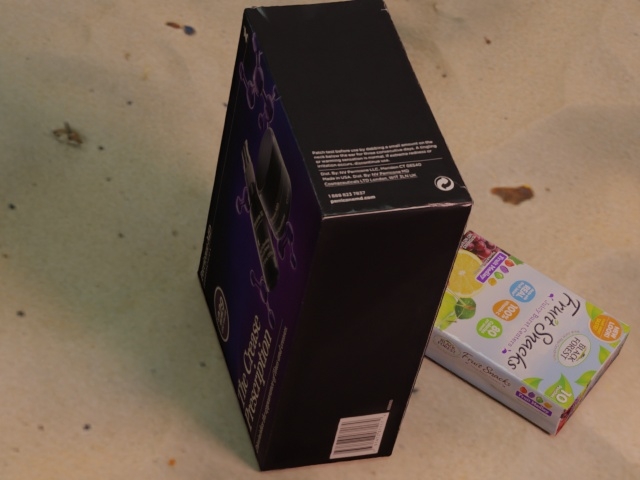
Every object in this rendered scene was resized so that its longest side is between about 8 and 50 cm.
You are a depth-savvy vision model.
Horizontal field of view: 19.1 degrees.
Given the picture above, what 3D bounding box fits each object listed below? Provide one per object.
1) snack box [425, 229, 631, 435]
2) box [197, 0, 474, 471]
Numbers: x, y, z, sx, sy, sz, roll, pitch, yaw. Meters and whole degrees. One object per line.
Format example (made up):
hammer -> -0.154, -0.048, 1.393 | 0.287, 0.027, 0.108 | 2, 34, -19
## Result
snack box -> 0.137, 0.064, 1.369 | 0.141, 0.037, 0.100 | 32, 51, 16
box -> 0.000, 0.000, 1.244 | 0.103, 0.261, 0.184 | -5, 50, -16
